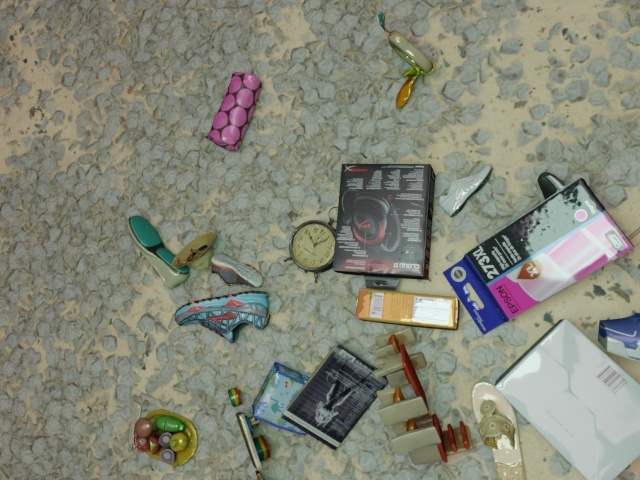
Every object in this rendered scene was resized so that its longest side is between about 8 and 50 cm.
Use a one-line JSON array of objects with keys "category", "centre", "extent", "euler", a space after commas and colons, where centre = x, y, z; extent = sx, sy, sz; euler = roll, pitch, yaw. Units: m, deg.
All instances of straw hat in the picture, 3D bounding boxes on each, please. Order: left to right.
[{"category": "straw hat", "centre": [-0.324, 0.046, 1.500], "extent": [0.144, 0.144, 0.061], "euler": [-28, 116, 12]}]

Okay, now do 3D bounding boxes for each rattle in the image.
[{"category": "rattle", "centre": [0.170, -0.440, 1.353], "extent": [0.143, 0.200, 0.130], "euler": [-39, 50, 25]}]

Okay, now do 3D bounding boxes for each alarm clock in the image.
[{"category": "alarm clock", "centre": [0.000, 0.000, 1.405], "extent": [0.129, 0.064, 0.192], "euler": [33, 95, 20]}]

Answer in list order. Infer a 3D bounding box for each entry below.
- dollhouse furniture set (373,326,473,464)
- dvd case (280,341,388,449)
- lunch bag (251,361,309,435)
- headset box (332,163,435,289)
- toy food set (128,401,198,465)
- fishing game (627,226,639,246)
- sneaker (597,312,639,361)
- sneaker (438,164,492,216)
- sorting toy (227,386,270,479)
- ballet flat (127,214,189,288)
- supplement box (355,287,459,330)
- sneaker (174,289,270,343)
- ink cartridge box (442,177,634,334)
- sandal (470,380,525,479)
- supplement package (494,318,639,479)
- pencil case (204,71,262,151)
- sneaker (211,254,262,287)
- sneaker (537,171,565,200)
[{"category": "dollhouse furniture set", "centre": [0.219, 0.344, 1.198], "extent": [0.135, 0.262, 0.259], "euler": [-20, 110, 12]}, {"category": "dvd case", "centre": [0.037, 0.368, 1.314], "extent": [0.164, 0.018, 0.221], "euler": [36, 93, -15]}, {"category": "lunch bag", "centre": [-0.072, 0.387, 1.353], "extent": [0.151, 0.096, 0.129], "euler": [27, 91, -10]}, {"category": "headset box", "centre": [0.153, -0.030, 1.336], "extent": [0.218, 0.110, 0.293], "euler": [2, 82, 18]}, {"category": "toy food set", "centre": [-0.431, 0.514, 1.458], "extent": [0.218, 0.071, 0.128], "euler": [12, 85, 19]}, {"category": "fishing game", "centre": [0.776, 0.055, 1.161], "extent": [0.189, 0.041, 0.264], "euler": [-40, 72, 11]}, {"category": "sneaker", "centre": [0.723, 0.148, 1.104], "extent": [0.315, 0.127, 0.182], "euler": [3, 95, 11]}, {"category": "sneaker", "centre": [0.343, -0.128, 1.322], "extent": [0.152, 0.054, 0.061], "euler": [-46, 69, 7]}, {"category": "sorting toy", "centre": [-0.157, 0.486, 1.352], "extent": [0.046, 0.132, 0.274], "euler": [-18, 79, -16]}, {"category": "ballet flat", "centre": [-0.464, 0.037, 1.545], "extent": [0.086, 0.086, 0.248], "euler": [-47, 72, 6]}, {"category": "supplement box", "centre": [0.205, 0.162, 1.307], "extent": [0.233, 0.078, 0.080], "euler": [6, 80, 18]}, {"category": "sneaker", "centre": [-0.257, 0.206, 1.435], "extent": [0.262, 0.104, 0.125], "euler": [-12, 80, 16]}, {"category": "ink cartridge box", "centre": [0.450, 0.044, 1.207], "extent": [0.371, 0.069, 0.175], "euler": [-39, 72, 27]}, {"category": "sandal", "centre": [0.388, 0.425, 1.205], "extent": [0.088, 0.079, 0.240], "euler": [-17, 77, 15]}, {"category": "supplement package", "centre": [0.527, 0.322, 1.142], "extent": [0.204, 0.145, 0.262], "euler": [-46, 72, 7]}, {"category": "pencil case", "centre": [-0.238, -0.355, 1.527], "extent": [0.098, 0.095, 0.209], "euler": [20, 86, 35]}, {"category": "sneaker", "centre": [-0.222, 0.093, 1.476], "extent": [0.158, 0.061, 0.065], "euler": [26, 117, 21]}, {"category": "sneaker", "centre": [0.519, -0.033, 1.234], "extent": [0.132, 0.086, 0.228], "euler": [-35, 74, 12]}]
